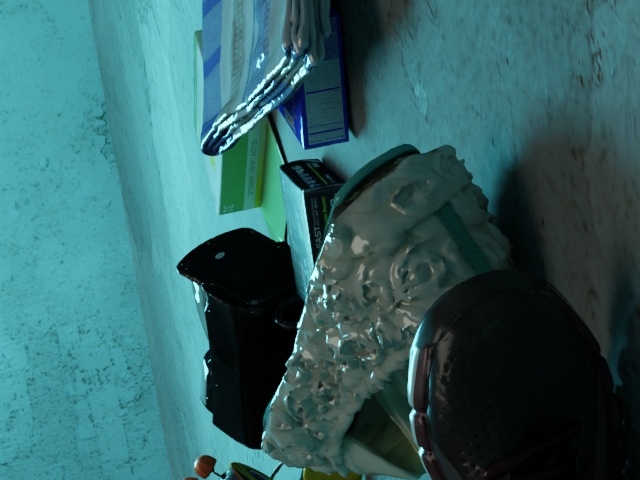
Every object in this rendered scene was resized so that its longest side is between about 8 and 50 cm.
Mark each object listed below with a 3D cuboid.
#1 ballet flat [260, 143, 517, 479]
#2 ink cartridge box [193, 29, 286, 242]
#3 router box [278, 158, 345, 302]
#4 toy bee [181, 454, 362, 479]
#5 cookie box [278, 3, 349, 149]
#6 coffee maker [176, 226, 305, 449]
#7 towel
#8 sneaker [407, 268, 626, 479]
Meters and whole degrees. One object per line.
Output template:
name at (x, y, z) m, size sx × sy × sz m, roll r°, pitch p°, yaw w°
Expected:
ballet flat at (0.045, 0.086, 1.106) m, size 0.409 × 0.147 × 0.147 m, roll 102°, pitch 154°, yaw -65°
ink cartridge box at (-0.076, -0.073, 1.719) m, size 0.171 × 0.056 × 0.235 m, roll 98°, pitch 159°, yaw -60°
router box at (0.000, 0.000, 1.447) m, size 0.092 × 0.038 × 0.122 m, roll -129°, pitch 29°, yaw -68°
toy bee at (-0.054, 0.274, 1.602) m, size 0.298 × 0.162 × 0.195 m, roll 2°, pitch 66°, yaw 57°
cookie box at (-0.010, -0.138, 1.346) m, size 0.092 × 0.040 × 0.107 m, roll -121°, pitch 23°, yaw -60°
coffee maker at (-0.055, 0.105, 1.620) m, size 0.171 × 0.120 × 0.178 m, roll -122°, pitch 21°, yaw -52°
towel at (-0.050, -0.194, 1.319) m, size 0.285 × 0.034 × 0.209 m, roll 145°, pitch 125°, yaw -69°
sneaker at (0.134, 0.157, 0.827) m, size 0.162 × 0.106 × 0.281 m, roll -133°, pitch 22°, yaw -60°
